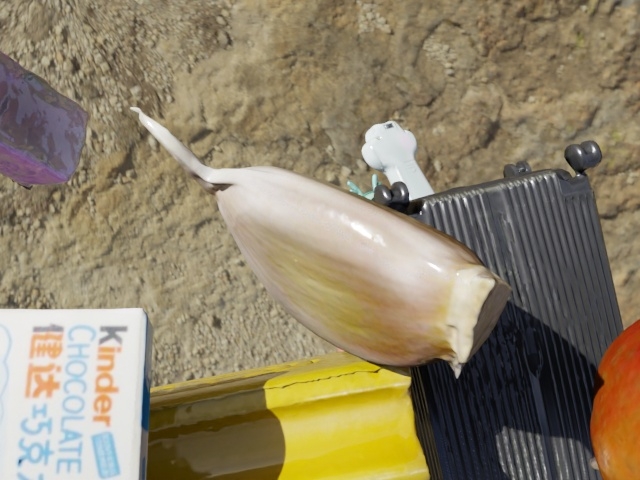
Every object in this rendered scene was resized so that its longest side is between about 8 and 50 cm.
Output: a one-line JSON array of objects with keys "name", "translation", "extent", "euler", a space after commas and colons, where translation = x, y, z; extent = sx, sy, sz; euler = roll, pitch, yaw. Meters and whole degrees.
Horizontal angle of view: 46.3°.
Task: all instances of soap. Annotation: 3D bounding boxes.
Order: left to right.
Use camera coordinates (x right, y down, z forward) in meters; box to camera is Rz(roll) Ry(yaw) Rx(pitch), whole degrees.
[{"name": "soap", "translation": [-0.094, 0.160, 0.593], "extent": [0.324, 0.204, 0.096], "euler": [-9, 84, -7]}]

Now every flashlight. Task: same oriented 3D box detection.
[{"name": "flashlight", "translation": [0.125, -0.073, 1.050], "extent": [0.093, 0.047, 0.200], "euler": [-20, 79, -38]}]

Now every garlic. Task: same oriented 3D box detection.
[{"name": "garlic", "translation": [-0.004, 0.001, 0.507], "extent": [0.266, 0.128, 0.149], "euler": [21, 132, 16]}]

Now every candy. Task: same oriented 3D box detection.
[{"name": "candy", "translation": [-0.517, -0.203, 1.205], "extent": [0.265, 0.115, 0.156], "euler": [36, 57, -51]}]

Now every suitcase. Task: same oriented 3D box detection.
[{"name": "suitcase", "translation": [0.169, 0.096, 0.727], "extent": [0.229, 0.152, 0.335], "euler": [-13, 91, -15]}]

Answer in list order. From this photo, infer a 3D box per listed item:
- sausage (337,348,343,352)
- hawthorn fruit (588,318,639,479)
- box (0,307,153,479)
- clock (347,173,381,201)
[{"name": "sausage", "translation": [0.059, 0.163, 1.399], "extent": [0.062, 0.062, 0.154], "euler": [0, 83, -20]}, {"name": "hawthorn fruit", "translation": [0.293, 0.137, 0.536], "extent": [0.215, 0.215, 0.249], "euler": [33, 139, -27]}, {"name": "box", "translation": [-0.228, 0.171, 0.393], "extent": [0.264, 0.048, 0.274], "euler": [1, 71, -5]}, {"name": "clock", "translation": [0.116, -0.023, 1.431], "extent": [0.159, 0.066, 0.211], "euler": [-15, 80, -42]}]
